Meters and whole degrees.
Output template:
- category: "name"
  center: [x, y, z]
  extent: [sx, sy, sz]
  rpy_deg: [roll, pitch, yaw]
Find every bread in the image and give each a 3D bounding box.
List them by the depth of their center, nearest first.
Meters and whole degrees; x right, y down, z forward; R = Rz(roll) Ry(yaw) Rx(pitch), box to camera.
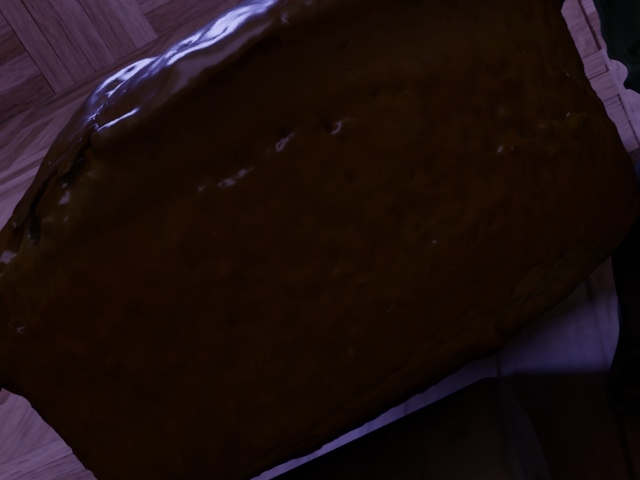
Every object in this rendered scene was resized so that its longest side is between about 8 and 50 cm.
- category: "bread"
  center: [0.002, -0.001, 0.602]
  extent: [0.336, 0.204, 0.358]
  rpy_deg: [-33, -6, 35]

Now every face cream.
- category: "face cream"
  center: [-0.047, 0.187, 0.571]
  extent: [0.348, 0.081, 0.173]
  rpy_deg: [-27, 14, 11]

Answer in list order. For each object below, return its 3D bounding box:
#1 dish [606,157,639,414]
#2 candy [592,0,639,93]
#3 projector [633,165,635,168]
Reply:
- category: "dish"
  center: [0.270, -0.037, 0.599]
  extent: [0.303, 0.120, 0.303]
  rpy_deg: [-27, 19, 10]
- category: "candy"
  center: [0.383, -0.209, 0.796]
  extent: [0.397, 0.172, 0.263]
  rpy_deg: [-13, 28, 11]
- category: "projector"
  center: [0.098, -0.030, 0.856]
  extent: [0.256, 0.099, 0.192]
  rpy_deg: [-28, 22, 10]
